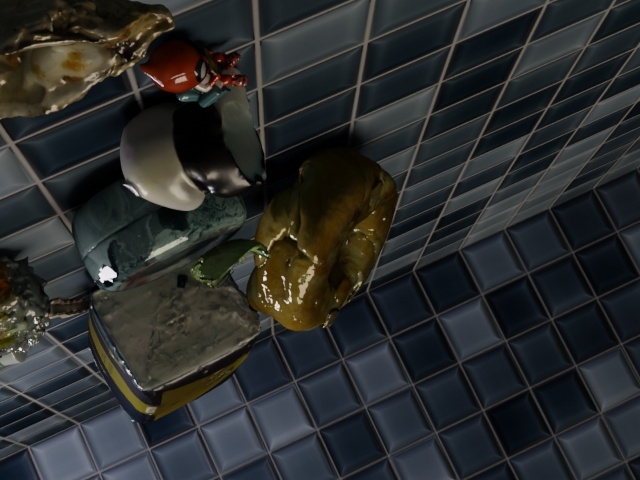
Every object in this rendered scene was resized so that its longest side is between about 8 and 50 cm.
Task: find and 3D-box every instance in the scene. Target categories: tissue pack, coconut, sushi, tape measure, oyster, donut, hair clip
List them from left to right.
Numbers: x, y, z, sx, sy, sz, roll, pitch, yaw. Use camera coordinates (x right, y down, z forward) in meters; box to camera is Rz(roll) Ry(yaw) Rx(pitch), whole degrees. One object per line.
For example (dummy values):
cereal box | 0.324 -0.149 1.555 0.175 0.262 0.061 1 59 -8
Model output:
sushi | -0.541 0.125 1.851 0.184 0.139 0.274 -13 162 -45
oyster | -0.312 -0.179 1.095 0.341 0.110 0.166 -23 163 2
hair clip | -0.505 0.132 2.219 0.072 0.034 0.226 -26 170 20
tape measure | -0.247 -0.030 1.781 0.256 0.147 0.275 -26 174 -28
tissue pack | -0.293 0.177 2.277 0.264 0.253 0.416 -30 170 -18
coconut | -0.142 0.031 1.810 0.133 0.055 0.158 -28 177 -20
donut | 0.000 0.000 2.129 0.360 0.170 0.360 -50 159 -28

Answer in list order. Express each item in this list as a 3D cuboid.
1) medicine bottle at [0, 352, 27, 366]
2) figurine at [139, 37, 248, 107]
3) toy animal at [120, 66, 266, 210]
medicine bottle | -0.599 0.182 2.004 0.183 0.086 0.086 -11 170 7
figurine | -0.157 -0.204 1.416 0.075 0.068 0.140 -29 162 29
toy animal | -0.173 -0.126 1.550 0.179 0.166 0.138 -16 156 13
